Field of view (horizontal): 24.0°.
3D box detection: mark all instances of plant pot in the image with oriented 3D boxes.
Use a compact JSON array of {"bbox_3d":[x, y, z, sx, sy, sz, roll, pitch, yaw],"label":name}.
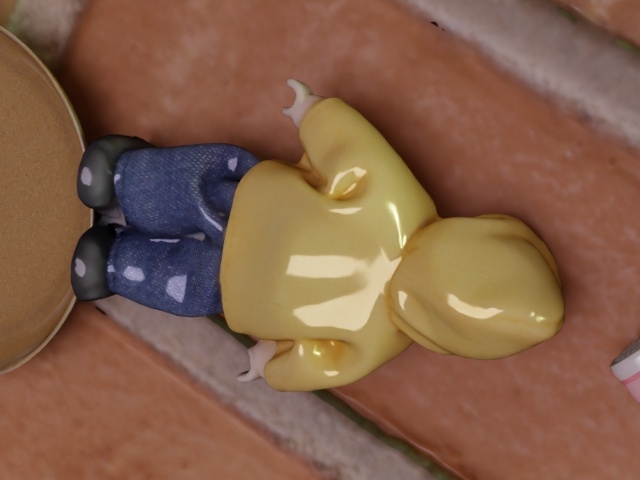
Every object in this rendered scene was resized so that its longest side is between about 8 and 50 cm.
[{"bbox_3d":[-0.230,-0.029,0.955,0.236,0.032,0.236,4,99,28],"label":"plant pot"}]

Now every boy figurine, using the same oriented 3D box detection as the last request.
[{"bbox_3d":[0.000,0.000,0.840,0.285,0.092,0.177,8,101,21],"label":"boy figurine"}]

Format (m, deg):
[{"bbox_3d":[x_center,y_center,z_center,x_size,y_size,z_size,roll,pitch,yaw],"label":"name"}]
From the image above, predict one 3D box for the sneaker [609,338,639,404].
[{"bbox_3d":[0.221,0.056,0.776,0.134,0.051,0.070,-38,84,27],"label":"sneaker"}]
